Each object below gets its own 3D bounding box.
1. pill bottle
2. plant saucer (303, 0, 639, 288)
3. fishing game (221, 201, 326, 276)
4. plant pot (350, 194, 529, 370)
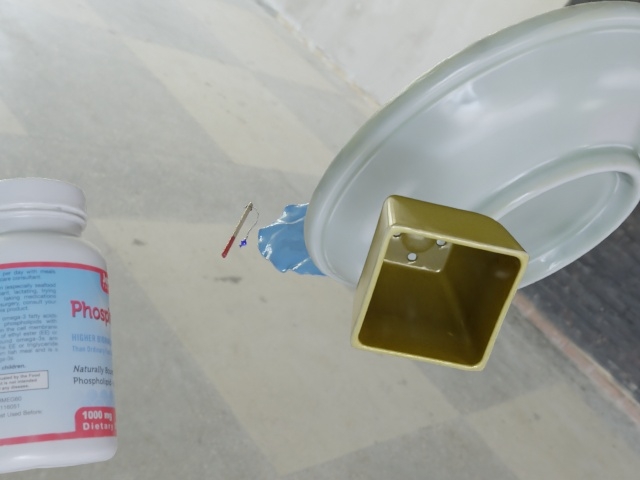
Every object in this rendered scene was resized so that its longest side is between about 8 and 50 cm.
[{"bbox_3d":[-0.165,0.050,0.475,0.087,0.087,0.160,9,70,-47],"label":"pill bottle"},{"bbox_3d":[0.185,-0.039,0.779,0.401,0.400,0.100,8,48,-48],"label":"plant saucer"},{"bbox_3d":[0.000,0.000,1.198,0.264,0.041,0.189,5,37,11],"label":"fishing game"},{"bbox_3d":[0.064,0.015,0.490,0.081,0.081,0.083,12,27,-8],"label":"plant pot"}]
